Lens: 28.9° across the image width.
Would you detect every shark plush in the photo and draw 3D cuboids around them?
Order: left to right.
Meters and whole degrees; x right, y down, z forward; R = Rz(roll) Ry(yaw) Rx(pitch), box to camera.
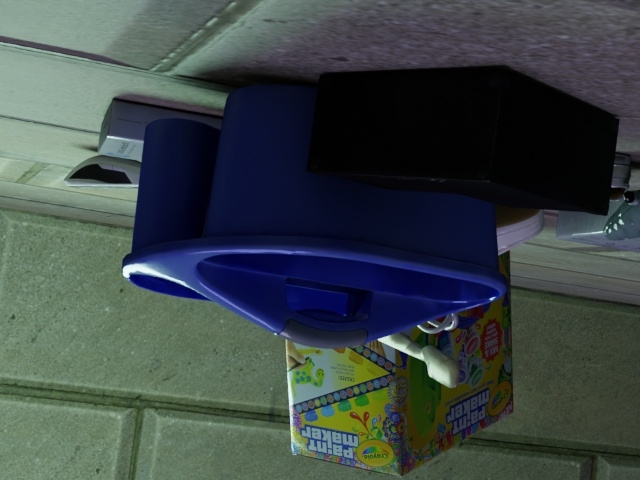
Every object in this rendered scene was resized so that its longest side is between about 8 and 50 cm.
[{"bbox_3d":[0.284,-0.030,1.038,0.067,0.073,0.161,-4,172,1],"label":"shark plush"}]

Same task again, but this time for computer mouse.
[{"bbox_3d":[-0.228,-0.086,1.546,0.193,0.042,0.106,1,180,9],"label":"computer mouse"}]

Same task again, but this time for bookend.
[{"bbox_3d":[0.103,-0.067,0.878,0.156,0.072,0.157,5,176,42],"label":"bookend"}]

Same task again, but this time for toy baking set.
[{"bbox_3d":[0.068,0.036,1.300,0.030,0.256,0.196,-8,173,-33],"label":"toy baking set"}]

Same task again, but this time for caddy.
[{"bbox_3d":[0.000,0.000,1.028,0.341,0.179,0.241,11,164,-40],"label":"caddy"}]

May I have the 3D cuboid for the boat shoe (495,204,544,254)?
[{"bbox_3d":[0.136,0.023,1.391,0.277,0.096,0.098,-20,-159,30],"label":"boat shoe"}]

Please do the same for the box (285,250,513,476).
[{"bbox_3d":[0.108,0.123,1.637,0.177,0.279,0.290,5,-167,37],"label":"box"}]

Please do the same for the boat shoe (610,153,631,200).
[{"bbox_3d":[0.255,-0.051,1.084,0.035,0.035,0.100,7,176,9],"label":"boat shoe"}]

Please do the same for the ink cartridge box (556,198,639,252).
[{"bbox_3d":[0.404,-0.011,1.314,0.223,0.045,0.224,9,175,-25],"label":"ink cartridge box"}]

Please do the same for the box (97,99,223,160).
[{"bbox_3d":[-0.117,-0.094,1.200,0.186,0.038,0.145,10,175,-13],"label":"box"}]
